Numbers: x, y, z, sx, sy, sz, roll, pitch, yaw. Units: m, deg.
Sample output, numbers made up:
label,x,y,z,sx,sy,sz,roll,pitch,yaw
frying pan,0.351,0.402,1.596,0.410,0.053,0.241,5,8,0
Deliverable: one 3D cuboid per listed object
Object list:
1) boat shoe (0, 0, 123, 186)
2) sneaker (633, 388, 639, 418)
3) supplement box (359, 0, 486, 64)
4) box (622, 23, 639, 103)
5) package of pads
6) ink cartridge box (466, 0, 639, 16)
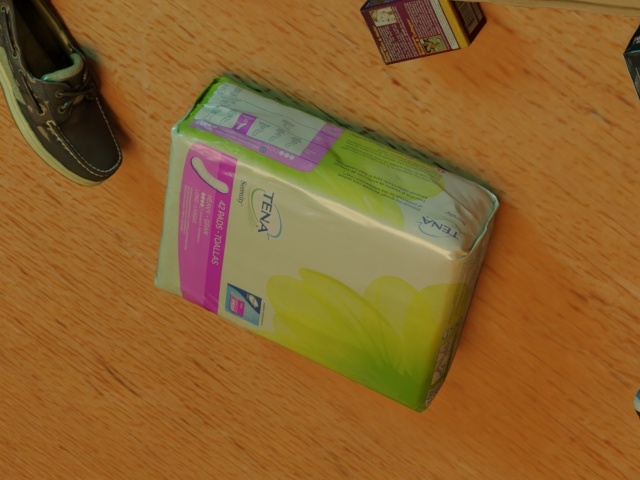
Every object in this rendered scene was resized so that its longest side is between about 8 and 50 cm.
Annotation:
label,x,y,z,sx,sy,sz,roll,pitch,yaw
boat shoe,-0.251,-0.150,1.610,0.073,0.080,0.224,-16,113,46
sneaker,0.350,0.105,1.463,0.211,0.080,0.081,-25,89,43
supplement box,0.083,-0.181,1.396,0.083,0.043,0.055,-7,122,36
box,0.347,-0.074,1.313,0.175,0.051,0.220,-6,123,36
package of pads,0.000,0.000,1.565,0.296,0.101,0.229,24,137,12
ink cartridge box,0.225,-0.327,1.001,0.285,0.166,0.395,4,140,-18
